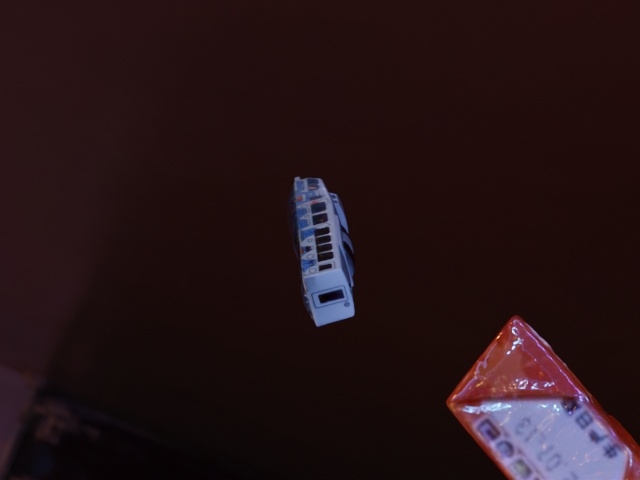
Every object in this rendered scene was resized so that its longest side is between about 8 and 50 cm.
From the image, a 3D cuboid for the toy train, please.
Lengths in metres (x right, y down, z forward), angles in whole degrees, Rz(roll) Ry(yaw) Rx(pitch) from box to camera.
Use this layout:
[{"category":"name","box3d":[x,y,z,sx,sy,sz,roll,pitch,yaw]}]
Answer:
[{"category":"toy train","box3d":[0.000,0.000,1.426,0.207,0.047,0.043,-99,-6,-66]}]

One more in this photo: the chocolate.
[{"category":"chocolate","box3d":[0.216,0.190,1.609,0.108,0.235,0.237,-40,-10,2]}]
